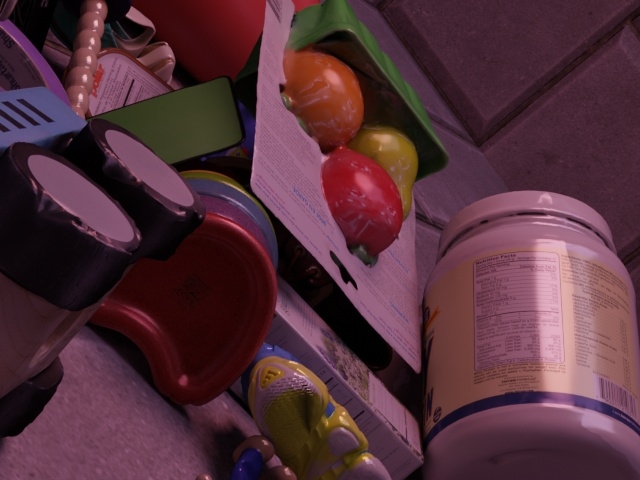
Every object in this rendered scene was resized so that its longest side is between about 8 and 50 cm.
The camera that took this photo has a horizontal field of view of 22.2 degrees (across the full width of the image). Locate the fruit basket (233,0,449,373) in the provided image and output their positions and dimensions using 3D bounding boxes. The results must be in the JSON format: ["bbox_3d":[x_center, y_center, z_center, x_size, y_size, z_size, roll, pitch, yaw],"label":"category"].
[{"bbox_3d":[0.012,-0.076,1.742,0.327,0.165,0.353,48,35,-38],"label":"fruit basket"}]

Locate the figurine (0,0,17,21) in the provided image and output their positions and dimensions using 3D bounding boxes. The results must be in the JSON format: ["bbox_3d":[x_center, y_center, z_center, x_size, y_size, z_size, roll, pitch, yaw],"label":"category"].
[{"bbox_3d":[-0.329,-0.255,1.285,0.209,0.092,0.215,25,6,-10],"label":"figurine"}]

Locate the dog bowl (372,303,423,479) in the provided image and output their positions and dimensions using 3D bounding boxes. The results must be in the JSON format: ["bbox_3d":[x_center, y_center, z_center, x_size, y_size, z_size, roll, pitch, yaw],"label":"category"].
[{"bbox_3d":[0.233,0.197,1.976,0.349,0.102,0.348,24,40,-22],"label":"dog bowl"}]

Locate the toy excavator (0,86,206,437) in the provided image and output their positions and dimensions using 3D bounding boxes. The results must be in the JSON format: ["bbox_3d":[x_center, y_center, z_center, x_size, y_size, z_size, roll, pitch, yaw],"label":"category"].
[{"bbox_3d":[-0.313,-0.084,1.163,0.445,0.222,0.433,42,13,2],"label":"toy excavator"}]

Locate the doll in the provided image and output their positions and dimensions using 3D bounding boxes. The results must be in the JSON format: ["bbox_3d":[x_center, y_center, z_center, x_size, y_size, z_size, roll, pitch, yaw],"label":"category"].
[{"bbox_3d":[-0.062,0.240,1.367,0.129,0.046,0.189,55,19,-21],"label":"doll"}]

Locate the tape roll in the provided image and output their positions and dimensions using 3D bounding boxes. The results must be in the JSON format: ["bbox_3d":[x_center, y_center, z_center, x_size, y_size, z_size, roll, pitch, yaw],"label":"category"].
[{"bbox_3d":[-0.319,-0.145,1.487,0.189,0.080,0.189,45,16,-17],"label":"tape roll"}]

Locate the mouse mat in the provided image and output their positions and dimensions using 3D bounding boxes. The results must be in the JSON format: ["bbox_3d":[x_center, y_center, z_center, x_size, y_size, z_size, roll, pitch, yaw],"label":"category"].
[{"bbox_3d":[-0.171,-0.106,1.642,0.152,0.190,0.007,-106,179,-56],"label":"mouse mat"}]

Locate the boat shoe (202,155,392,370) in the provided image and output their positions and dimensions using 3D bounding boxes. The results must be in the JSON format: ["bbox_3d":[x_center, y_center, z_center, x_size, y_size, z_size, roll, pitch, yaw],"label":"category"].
[{"bbox_3d":[-0.028,0.037,1.825,0.342,0.123,0.123,47,13,-38],"label":"boat shoe"}]

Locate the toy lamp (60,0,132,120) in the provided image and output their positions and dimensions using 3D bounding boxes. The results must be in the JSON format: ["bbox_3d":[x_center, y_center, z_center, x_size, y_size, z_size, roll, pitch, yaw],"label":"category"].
[{"bbox_3d":[-0.238,-0.193,1.653,0.080,0.080,0.274,39,40,-37],"label":"toy lamp"}]

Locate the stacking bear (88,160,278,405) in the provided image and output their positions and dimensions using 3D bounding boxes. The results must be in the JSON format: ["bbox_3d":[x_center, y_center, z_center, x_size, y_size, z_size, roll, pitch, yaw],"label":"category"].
[{"bbox_3d":[-0.122,0.005,1.570,0.175,0.164,0.289,46,11,-16],"label":"stacking bear"}]

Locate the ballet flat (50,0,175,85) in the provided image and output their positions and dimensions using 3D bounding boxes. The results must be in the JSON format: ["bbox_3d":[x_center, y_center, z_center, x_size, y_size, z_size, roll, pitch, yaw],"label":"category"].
[{"bbox_3d":[-0.214,-0.205,1.838,0.247,0.087,0.083,50,21,-54],"label":"ballet flat"}]

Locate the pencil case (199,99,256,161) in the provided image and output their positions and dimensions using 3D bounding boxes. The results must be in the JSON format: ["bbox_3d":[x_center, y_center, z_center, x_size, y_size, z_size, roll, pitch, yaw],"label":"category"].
[{"bbox_3d":[-0.043,-0.102,2.104,0.306,0.119,0.133,25,45,-60],"label":"pencil case"}]

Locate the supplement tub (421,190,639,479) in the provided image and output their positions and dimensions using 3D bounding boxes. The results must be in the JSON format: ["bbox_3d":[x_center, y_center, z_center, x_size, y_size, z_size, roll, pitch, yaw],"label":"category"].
[{"bbox_3d":[0.226,0.132,1.754,0.235,0.235,0.324,39,39,-36],"label":"supplement tub"}]

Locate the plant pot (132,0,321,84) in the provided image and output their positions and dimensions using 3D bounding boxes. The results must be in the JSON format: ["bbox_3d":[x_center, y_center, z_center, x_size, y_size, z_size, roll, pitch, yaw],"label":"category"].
[{"bbox_3d":[-0.135,-0.344,2.200,0.243,0.275,0.275,54,13,-22],"label":"plant pot"}]

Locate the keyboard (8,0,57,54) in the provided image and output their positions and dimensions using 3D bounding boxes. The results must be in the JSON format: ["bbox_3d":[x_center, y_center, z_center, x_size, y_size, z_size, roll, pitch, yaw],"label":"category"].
[{"bbox_3d":[-0.297,-0.261,1.676,0.038,0.192,0.100,20,9,7],"label":"keyboard"}]

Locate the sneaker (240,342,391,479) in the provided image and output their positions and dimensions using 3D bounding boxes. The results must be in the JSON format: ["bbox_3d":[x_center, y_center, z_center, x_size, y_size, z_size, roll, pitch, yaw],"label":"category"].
[{"bbox_3d":[-0.005,0.185,1.529,0.240,0.091,0.126,67,-6,-33],"label":"sneaker"}]

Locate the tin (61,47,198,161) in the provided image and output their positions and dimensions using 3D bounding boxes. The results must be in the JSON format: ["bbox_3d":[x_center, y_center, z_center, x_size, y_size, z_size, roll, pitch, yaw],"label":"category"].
[{"bbox_3d":[-0.201,-0.135,1.776,0.190,0.040,0.106,37,56,-39],"label":"tin"}]

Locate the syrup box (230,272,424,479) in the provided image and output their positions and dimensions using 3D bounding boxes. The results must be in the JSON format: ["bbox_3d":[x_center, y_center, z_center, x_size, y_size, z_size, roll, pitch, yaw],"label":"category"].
[{"bbox_3d":[-0.007,0.151,1.642,0.237,0.096,0.093,46,14,-14],"label":"syrup box"}]
